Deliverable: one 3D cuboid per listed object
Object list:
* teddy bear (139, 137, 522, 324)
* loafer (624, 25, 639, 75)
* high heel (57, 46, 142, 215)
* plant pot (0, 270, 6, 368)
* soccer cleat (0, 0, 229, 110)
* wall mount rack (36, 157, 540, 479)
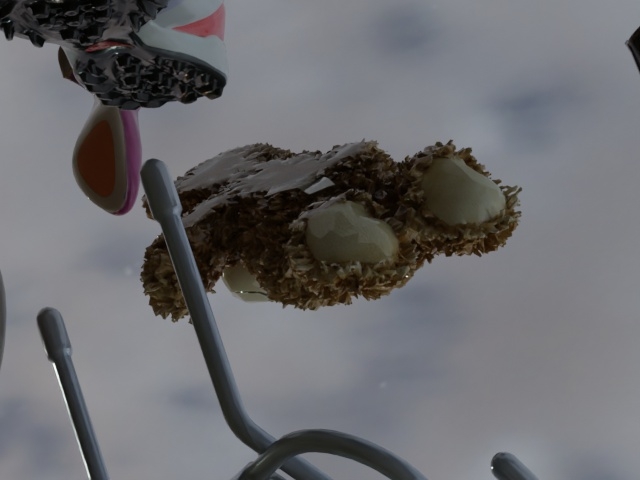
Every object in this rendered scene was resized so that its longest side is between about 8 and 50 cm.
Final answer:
[{"bbox_3d":[0.000,0.000,1.273,0.338,0.245,0.113,-5,-68,45],"label":"teddy bear"},{"bbox_3d":[0.187,-0.056,0.753,0.134,0.130,0.366,106,-9,-70],"label":"loafer"},{"bbox_3d":[-0.185,-0.102,1.743,0.082,0.117,0.244,-48,-138,21],"label":"high heel"},{"bbox_3d":[-0.363,0.062,1.116,0.280,0.323,0.323,14,-64,12],"label":"plant pot"},{"bbox_3d":[-0.120,-0.161,0.976,0.109,0.318,0.116,-7,-100,9],"label":"soccer cleat"},{"bbox_3d":[-0.046,0.130,1.060,0.304,0.130,0.350,38,-38,-4],"label":"wall mount rack"}]
